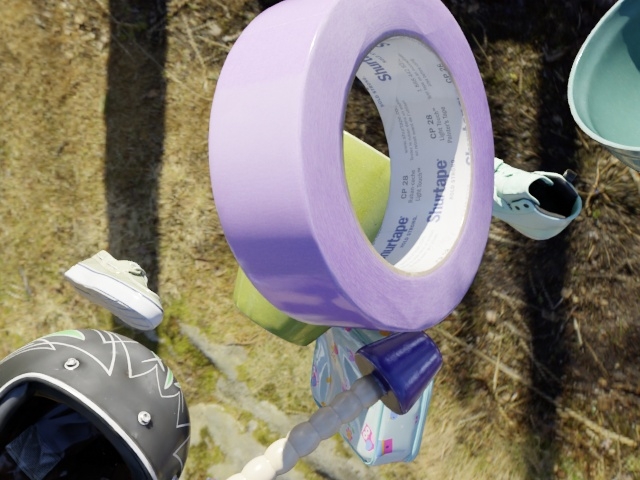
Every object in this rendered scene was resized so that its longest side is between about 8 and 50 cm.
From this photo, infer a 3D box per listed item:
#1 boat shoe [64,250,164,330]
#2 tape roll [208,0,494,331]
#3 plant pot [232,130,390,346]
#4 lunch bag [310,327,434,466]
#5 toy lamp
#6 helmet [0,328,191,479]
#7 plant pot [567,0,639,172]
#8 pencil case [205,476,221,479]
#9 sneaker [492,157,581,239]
[{"bbox_3d":[-0.369,0.077,1.241,0.302,0.109,0.094,17,58,44],"label":"boat shoe"},{"bbox_3d":[0.042,-0.065,0.551,0.090,0.275,0.275,1,94,40],"label":"tape roll"},{"bbox_3d":[0.000,0.000,1.020,0.275,0.275,0.293,33,93,17],"label":"plant pot"},{"bbox_3d":[0.079,0.239,1.163,0.108,0.279,0.224,-1,107,-22],"label":"lunch bag"},{"bbox_3d":[-0.001,0.178,0.642,0.274,0.080,0.080,-34,79,-15],"label":"toy lamp"},{"bbox_3d":[-0.175,0.142,0.483,0.161,0.169,0.169,-40,77,-16],"label":"helmet"},{"bbox_3d":[0.475,-0.174,0.792,0.293,0.196,0.293,-33,38,31],"label":"plant pot"},{"bbox_3d":[-0.043,0.396,0.851,0.306,0.133,0.119,7,77,28],"label":"pencil case"},{"bbox_3d":[0.248,-0.092,0.969,0.256,0.151,0.094,26,81,4],"label":"sneaker"}]
